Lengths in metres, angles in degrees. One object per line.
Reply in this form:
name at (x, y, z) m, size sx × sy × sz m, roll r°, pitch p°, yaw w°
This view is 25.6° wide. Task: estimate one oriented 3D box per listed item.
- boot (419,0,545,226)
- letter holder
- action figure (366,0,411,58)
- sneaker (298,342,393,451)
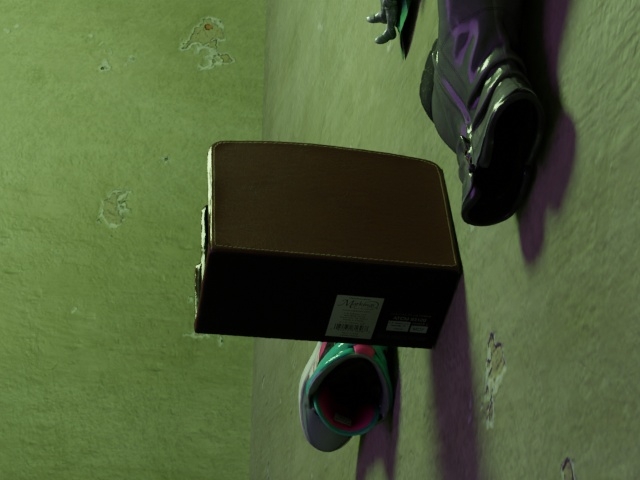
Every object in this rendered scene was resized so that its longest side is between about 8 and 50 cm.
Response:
boot at (0.183, -0.199, 1.437) m, size 0.222 × 0.118 × 0.338 m, roll -103°, pitch 9°, yaw -51°
letter holder at (0.000, 0.000, 1.763) m, size 0.214 × 0.302 × 0.152 m, roll -95°, pitch 14°, yaw -44°
action figure at (0.100, -0.388, 2.006) m, size 0.232 × 0.064 × 0.137 m, roll 93°, pitch 162°, yaw -49°
sneaker at (0.033, 0.233, 2.022) m, size 0.178 × 0.124 × 0.295 m, roll -83°, pitch 5°, yaw -56°
